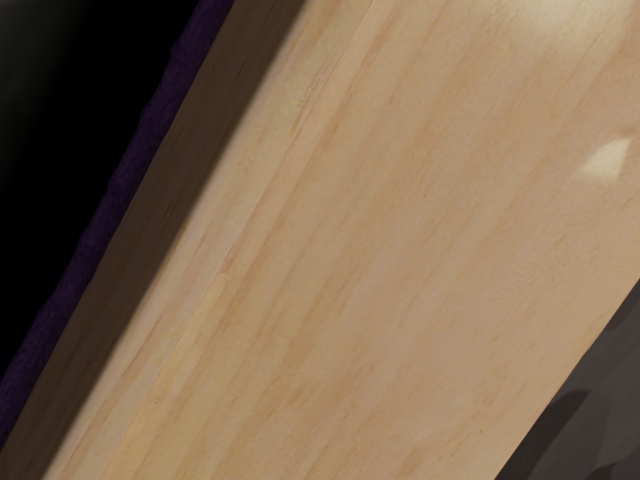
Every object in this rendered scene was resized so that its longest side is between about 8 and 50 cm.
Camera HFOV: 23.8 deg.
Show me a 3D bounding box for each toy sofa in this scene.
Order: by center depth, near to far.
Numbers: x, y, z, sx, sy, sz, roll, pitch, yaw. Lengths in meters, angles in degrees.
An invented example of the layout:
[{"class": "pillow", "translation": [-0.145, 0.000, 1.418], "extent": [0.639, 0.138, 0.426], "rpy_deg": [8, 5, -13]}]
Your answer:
[{"class": "toy sofa", "translation": [0.000, 0.000, 0.428], "extent": [0.150, 0.177, 0.363], "rpy_deg": [15, 121, -29]}]
